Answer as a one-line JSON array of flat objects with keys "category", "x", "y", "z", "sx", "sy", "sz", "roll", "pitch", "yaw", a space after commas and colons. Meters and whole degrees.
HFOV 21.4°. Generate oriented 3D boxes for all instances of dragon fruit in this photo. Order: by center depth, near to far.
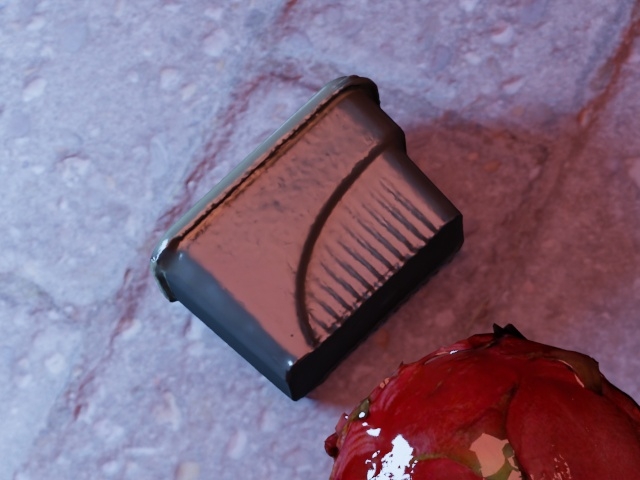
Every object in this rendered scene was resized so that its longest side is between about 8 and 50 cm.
[{"category": "dragon fruit", "x": 0.150, "y": 0.229, "z": 1.342, "sx": 0.295, "sy": 0.295, "sz": 0.301, "roll": -31, "pitch": 77, "yaw": -7}]

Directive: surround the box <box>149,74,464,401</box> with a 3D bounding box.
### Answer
[{"category": "box", "x": 0.000, "y": 0.000, "z": 1.560, "sx": 0.274, "sy": 0.138, "sz": 0.178, "roll": -43, "pitch": 72, "yaw": -10}]
